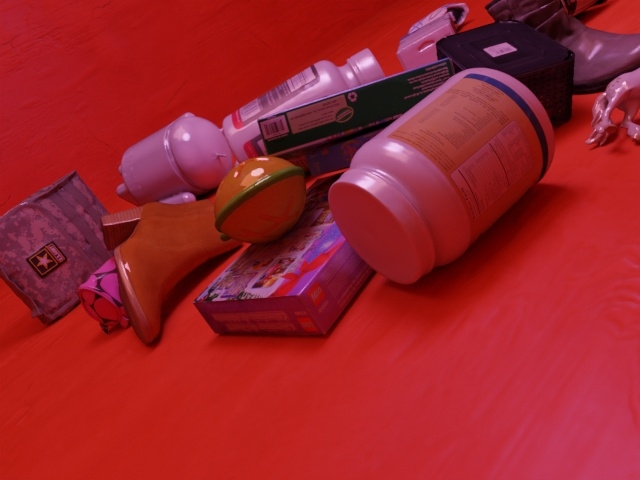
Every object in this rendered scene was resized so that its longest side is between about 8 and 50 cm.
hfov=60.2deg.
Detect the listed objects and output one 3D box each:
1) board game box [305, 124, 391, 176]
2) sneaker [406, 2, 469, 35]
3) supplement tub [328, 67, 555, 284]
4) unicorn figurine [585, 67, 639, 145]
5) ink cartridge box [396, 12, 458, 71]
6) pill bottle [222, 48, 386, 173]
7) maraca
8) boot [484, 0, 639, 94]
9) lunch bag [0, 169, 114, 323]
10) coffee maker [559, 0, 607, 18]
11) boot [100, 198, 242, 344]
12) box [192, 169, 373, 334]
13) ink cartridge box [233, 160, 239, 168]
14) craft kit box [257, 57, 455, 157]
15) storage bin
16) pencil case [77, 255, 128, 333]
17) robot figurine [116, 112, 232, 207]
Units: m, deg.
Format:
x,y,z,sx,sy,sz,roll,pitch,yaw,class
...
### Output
x,y,z,sx,sy,sz,roll,pitch,yaw,class
0.106,-0.142,0.799,0.160,0.039,0.211,-10,7,43,board game box
0.326,-0.599,1.540,0.237,0.085,0.086,-42,8,-26,sneaker
0.120,-0.065,0.557,0.199,0.144,0.144,-39,22,-19,supplement tub
0.343,-0.159,0.550,0.161,0.060,0.111,-11,45,45,unicorn figurine
0.271,-0.484,1.370,0.139,0.082,0.191,-23,24,23,ink cartridge box
-0.017,-0.240,1.090,0.318,0.176,0.176,-28,21,9,pill bottle
-0.077,-0.043,0.694,0.127,0.099,0.186,-28,-7,-17,maraca
0.327,-0.287,0.744,0.083,0.161,0.246,-38,22,-16,boot
-0.591,0.015,1.224,0.168,0.235,0.287,-24,23,24,lunch bag
0.417,-0.429,1.035,0.178,0.120,0.171,-38,-1,-19,coffee maker
-0.222,0.025,0.887,0.211,0.104,0.295,-12,43,-24,boot
0.000,0.000,0.699,0.200,0.057,0.293,-10,30,46,box
-0.157,-0.230,1.478,0.145,0.045,0.179,-18,43,30,ink cartridge box
0.054,-0.174,0.788,0.249,0.061,0.247,-16,8,7,craft kit box
0.238,-0.217,0.732,0.121,0.084,0.180,-16,36,0,storage bin
-0.319,0.060,0.965,0.209,0.098,0.095,-57,-12,-48,pencil case
-0.379,-0.198,1.462,0.353,0.199,0.300,-22,62,25,robot figurine
